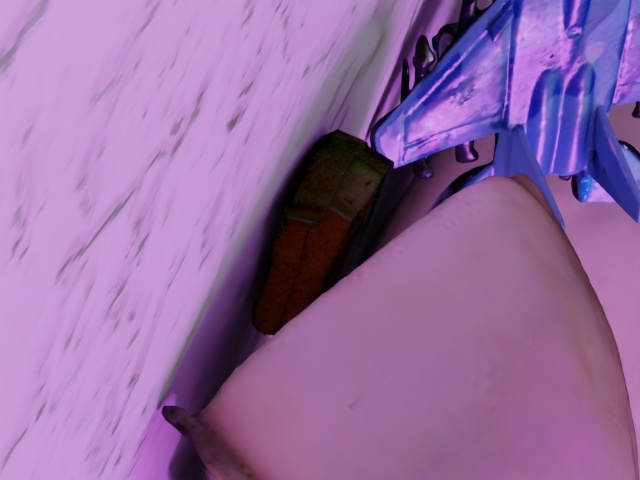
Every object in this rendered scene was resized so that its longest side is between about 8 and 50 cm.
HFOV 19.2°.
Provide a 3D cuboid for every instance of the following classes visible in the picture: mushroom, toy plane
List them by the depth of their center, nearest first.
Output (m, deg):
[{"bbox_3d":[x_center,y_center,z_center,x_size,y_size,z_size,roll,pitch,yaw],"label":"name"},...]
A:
[{"bbox_3d":[0.059,0.092,0.676,0.173,0.162,0.236,-39,169,-16],"label":"mushroom"},{"bbox_3d":[0.095,-0.109,0.772,0.078,0.169,0.246,-136,-143,-56],"label":"toy plane"}]

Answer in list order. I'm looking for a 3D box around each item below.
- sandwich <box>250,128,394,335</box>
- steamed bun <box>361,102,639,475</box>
[{"bbox_3d":[0.001,-0.001,0.654,0.101,0.026,0.069,108,8,-52],"label":"sandwich"},{"bbox_3d":[0.185,0.104,1.038,0.290,0.371,0.456,-68,178,-72],"label":"steamed bun"}]
